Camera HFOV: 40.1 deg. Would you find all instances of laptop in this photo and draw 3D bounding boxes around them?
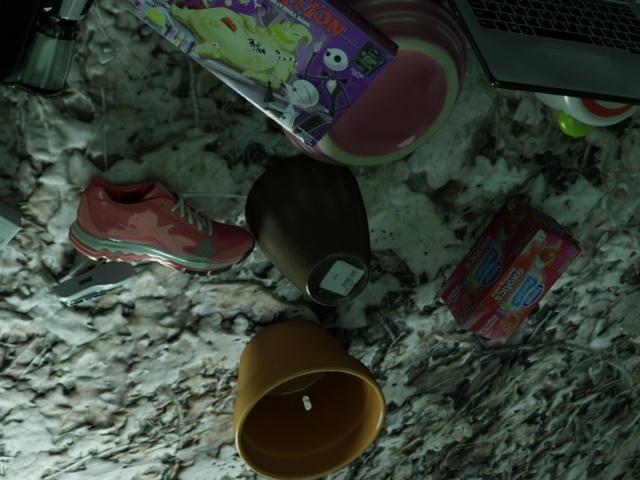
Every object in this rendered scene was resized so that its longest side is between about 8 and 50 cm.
[{"bbox_3d":[0.382,-0.416,1.238,0.382,0.407,0.236,2,140,-23],"label":"laptop"}]

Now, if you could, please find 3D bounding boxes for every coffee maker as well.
[{"bbox_3d":[-0.409,-0.309,1.209,0.171,0.120,0.178,14,117,-26],"label":"coffee maker"}]

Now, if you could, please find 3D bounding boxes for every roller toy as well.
[{"bbox_3d":[0.463,-0.303,1.496,0.209,0.146,0.191,-33,121,-5],"label":"roller toy"}]

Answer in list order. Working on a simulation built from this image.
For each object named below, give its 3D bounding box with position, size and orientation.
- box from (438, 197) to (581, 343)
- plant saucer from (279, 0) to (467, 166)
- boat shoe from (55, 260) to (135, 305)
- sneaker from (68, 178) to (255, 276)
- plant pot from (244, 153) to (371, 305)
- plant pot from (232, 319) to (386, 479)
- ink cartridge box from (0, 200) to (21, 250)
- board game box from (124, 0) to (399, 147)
[{"bbox_3d":[0.371,0.062,1.734,0.128,0.122,0.257,22,114,-31],"label":"box"},{"bbox_3d":[0.092,-0.240,1.414,0.332,0.084,0.332,-13,138,-12],"label":"plant saucer"},{"bbox_3d":[-0.391,0.076,1.536,0.142,0.049,0.040,-18,146,-5],"label":"boat shoe"},{"bbox_3d":[-0.252,-0.029,1.460,0.314,0.116,0.136,6,119,-21],"label":"sneaker"},{"bbox_3d":[0.000,0.000,1.496,0.215,0.230,0.215,-9,126,-13],"label":"plant pot"},{"bbox_3d":[-0.042,0.290,1.702,0.291,0.203,0.290,-10,127,-13],"label":"plant pot"},{"bbox_3d":[-0.555,-0.013,1.409,0.122,0.052,0.088,-45,125,13],"label":"ink cartridge box"},{"bbox_3d":[-0.086,-0.307,1.256,0.347,0.056,0.208,36,123,-12],"label":"board game box"}]
